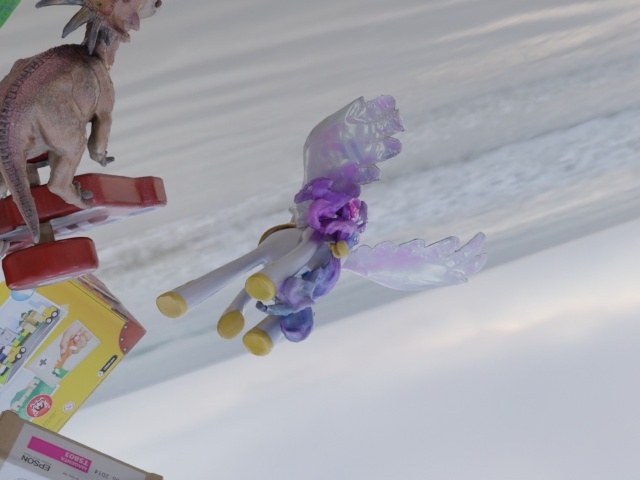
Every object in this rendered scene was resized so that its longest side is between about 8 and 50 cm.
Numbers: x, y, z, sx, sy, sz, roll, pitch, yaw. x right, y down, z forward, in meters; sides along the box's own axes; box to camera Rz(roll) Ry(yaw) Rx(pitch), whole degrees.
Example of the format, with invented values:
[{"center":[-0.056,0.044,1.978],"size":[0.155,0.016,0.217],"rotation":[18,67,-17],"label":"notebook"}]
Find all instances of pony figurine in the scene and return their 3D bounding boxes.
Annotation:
[{"center":[0.000,0.000,1.319],"size":[0.350,0.303,0.363],"rotation":[-13,-158,43],"label":"pony figurine"}]

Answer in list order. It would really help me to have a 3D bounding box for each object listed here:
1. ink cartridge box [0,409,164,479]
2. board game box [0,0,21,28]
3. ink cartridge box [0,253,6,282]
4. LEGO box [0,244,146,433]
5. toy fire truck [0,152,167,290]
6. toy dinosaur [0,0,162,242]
[{"center":[-0.355,0.359,1.262],"size":[0.193,0.234,0.088],"rotation":[-59,-169,24],"label":"ink cartridge box"},{"center":[-0.716,-0.541,1.828],"size":[0.064,0.317,0.242],"rotation":[-10,-138,24],"label":"board game box"},{"center":[-0.552,-0.126,1.228],"size":[0.160,0.279,0.385],"rotation":[-30,143,-39],"label":"ink cartridge box"},{"center":[-0.618,0.222,1.685],"size":[0.500,0.193,0.372],"rotation":[-49,138,-6],"label":"LEGO box"},{"center":[-0.353,-0.017,1.116],"size":[0.302,0.170,0.254],"rotation":[-17,176,11],"label":"toy fire truck"},{"center":[-0.258,-0.146,0.920],"size":[0.127,0.296,0.200],"rotation":[18,136,-3],"label":"toy dinosaur"}]
